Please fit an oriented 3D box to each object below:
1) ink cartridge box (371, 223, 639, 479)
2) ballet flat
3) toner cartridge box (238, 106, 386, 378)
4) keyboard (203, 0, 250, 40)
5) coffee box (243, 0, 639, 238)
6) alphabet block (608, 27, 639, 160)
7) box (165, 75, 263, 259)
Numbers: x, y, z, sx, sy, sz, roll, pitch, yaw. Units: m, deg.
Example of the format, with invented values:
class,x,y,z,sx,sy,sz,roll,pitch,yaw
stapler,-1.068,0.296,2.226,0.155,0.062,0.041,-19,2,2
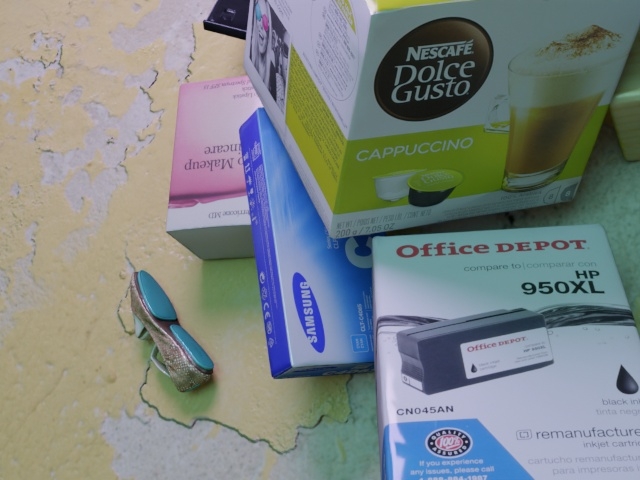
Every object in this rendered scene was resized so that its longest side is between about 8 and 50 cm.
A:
class,x,y,z,sx,sy,sz,roll,pitch,yaw
ink cartridge box,0.203,0.168,1.272,0.285,0.166,0.395,-3,39,1
ballet flat,-0.227,0.132,1.639,0.067,0.073,0.206,-48,57,16
toner cartridge box,0.000,0.000,1.519,0.165,0.075,0.348,-2,73,-25
keyboard,-0.011,-0.274,1.639,0.317,0.033,0.202,15,47,6
coffee box,0.128,-0.254,1.387,0.337,0.334,0.338,-10,49,-19
alphabet block,0.458,-0.228,1.431,0.197,0.192,0.193,-6,67,20
box,-0.121,-0.103,1.648,0.148,0.127,0.232,-5,69,19
